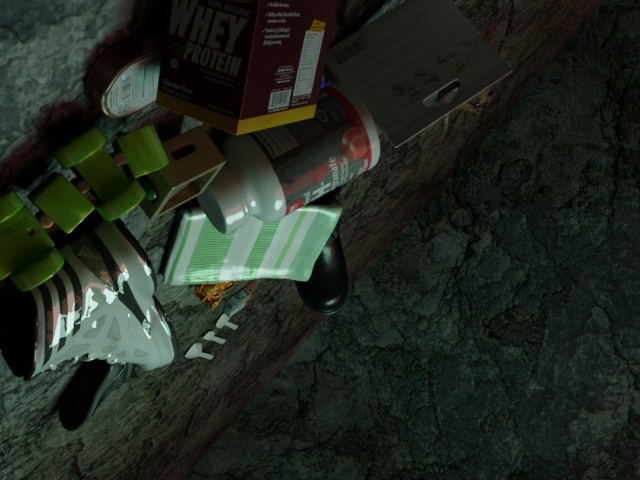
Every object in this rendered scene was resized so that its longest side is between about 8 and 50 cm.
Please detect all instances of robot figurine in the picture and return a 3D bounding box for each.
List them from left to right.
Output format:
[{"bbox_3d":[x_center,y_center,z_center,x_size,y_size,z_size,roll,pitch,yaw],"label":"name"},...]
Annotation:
[{"bbox_3d":[-0.177,0.022,1.692,0.291,0.085,0.211,-44,168,-14],"label":"robot figurine"}]

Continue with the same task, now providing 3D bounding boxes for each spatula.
[{"bbox_3d":[-0.318,0.293,2.197,0.168,0.019,0.242,-52,169,-7],"label":"spatula"}]

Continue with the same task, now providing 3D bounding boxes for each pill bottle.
[{"bbox_3d":[-0.066,-0.141,1.320,0.319,0.176,0.176,-30,162,-19],"label":"pill bottle"}]

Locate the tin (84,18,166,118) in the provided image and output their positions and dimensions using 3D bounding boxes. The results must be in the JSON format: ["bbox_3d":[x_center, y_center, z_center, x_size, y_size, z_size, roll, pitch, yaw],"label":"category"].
[{"bbox_3d":[-0.217,-0.224,0.956,0.190,0.040,0.106,-40,169,-32],"label":"tin"}]

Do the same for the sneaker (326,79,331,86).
[{"bbox_3d":[0.038,-0.293,1.490,0.135,0.058,0.052,107,8,-67],"label":"sneaker"}]

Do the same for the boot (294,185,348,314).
[{"bbox_3d":[-0.004,0.000,1.686,0.131,0.347,0.260,-10,176,-6],"label":"boot"}]

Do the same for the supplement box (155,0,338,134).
[{"bbox_3d":[-0.088,-0.257,0.937,0.191,0.129,0.194,-28,136,-56],"label":"supplement box"}]

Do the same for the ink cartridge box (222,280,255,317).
[{"bbox_3d":[-0.222,0.166,2.093,0.115,0.029,0.063,-35,161,-43],"label":"ink cartridge box"}]

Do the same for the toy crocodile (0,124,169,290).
[{"bbox_3d":[-0.340,-0.043,0.942,0.340,0.115,0.105,-42,-155,-19],"label":"toy crocodile"}]

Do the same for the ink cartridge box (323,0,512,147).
[{"bbox_3d":[0.175,-0.320,1.377,0.275,0.239,0.060,-34,165,-9],"label":"ink cartridge box"}]

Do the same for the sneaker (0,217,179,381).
[{"bbox_3d":[-0.403,0.147,1.257,0.258,0.169,0.447,-33,155,-20],"label":"sneaker"}]

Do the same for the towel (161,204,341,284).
[{"bbox_3d":[-0.144,0.011,1.501,0.325,0.038,0.247,0,142,-23],"label":"towel"}]

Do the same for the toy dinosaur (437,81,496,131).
[{"bbox_3d":[0.427,-0.450,2.203,0.296,0.127,0.200,-42,165,36],"label":"toy dinosaur"}]

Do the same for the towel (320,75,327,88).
[{"bbox_3d":[-0.007,-0.304,1.452,0.060,0.009,0.083,-41,166,-29],"label":"towel"}]

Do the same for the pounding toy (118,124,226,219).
[{"bbox_3d":[-0.238,-0.113,1.124,0.141,0.100,0.130,-34,176,-38],"label":"pounding toy"}]

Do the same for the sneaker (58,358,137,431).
[{"bbox_3d":[-0.474,0.318,1.602,0.227,0.087,0.130,-57,159,16],"label":"sneaker"}]
